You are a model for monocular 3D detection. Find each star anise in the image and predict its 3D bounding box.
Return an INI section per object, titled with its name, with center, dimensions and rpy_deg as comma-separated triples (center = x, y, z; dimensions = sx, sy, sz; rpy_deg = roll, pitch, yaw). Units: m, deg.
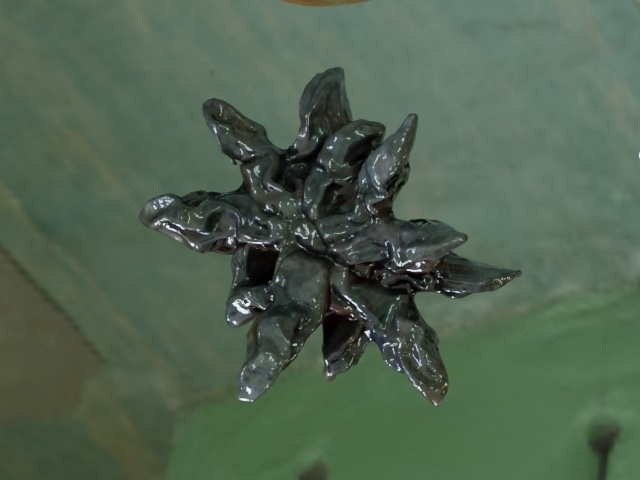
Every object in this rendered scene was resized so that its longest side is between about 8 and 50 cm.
[star anise]
center = 0.002, -0.004, 1.281
dimensions = 0.212, 0.282, 0.129
rpy_deg = -36, 160, 8

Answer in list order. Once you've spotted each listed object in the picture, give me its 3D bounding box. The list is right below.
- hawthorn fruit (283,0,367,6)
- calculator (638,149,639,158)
[hawthorn fruit]
center = 0.000, -0.382, 1.988
dimensions = 0.301, 0.267, 0.267
rpy_deg = -14, 132, 7
[calculator]
center = 0.477, -0.085, 1.916
dimensions = 0.262, 0.021, 0.161
rpy_deg = -30, 99, 34
